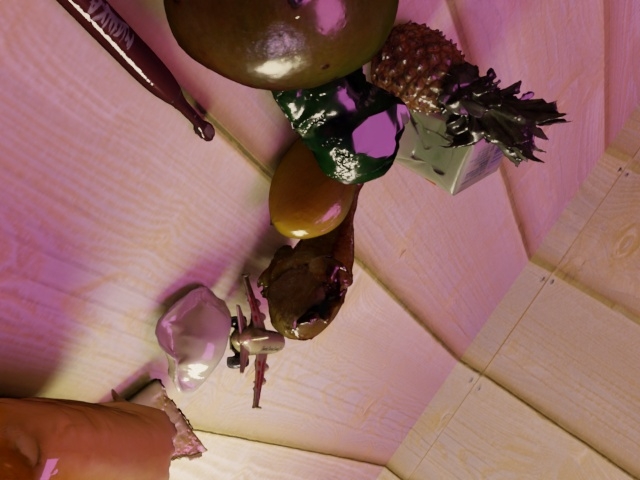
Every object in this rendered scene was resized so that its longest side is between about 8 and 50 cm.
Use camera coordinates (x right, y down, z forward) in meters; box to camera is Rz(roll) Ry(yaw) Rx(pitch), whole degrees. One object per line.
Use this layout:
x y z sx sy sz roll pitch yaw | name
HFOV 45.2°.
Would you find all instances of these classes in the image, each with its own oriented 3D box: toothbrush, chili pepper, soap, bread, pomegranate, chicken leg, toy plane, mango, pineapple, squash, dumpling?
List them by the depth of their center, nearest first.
-0.027 -0.327 0.847 0.291 0.291 0.323 -6 116 -57 | pomegranate
-0.209 -0.208 0.926 0.040 0.041 0.364 -54 154 -5 | toothbrush
-0.414 0.331 0.974 0.361 0.250 0.394 -57 150 -3 | bread
0.036 -0.189 1.157 0.148 0.116 0.264 -41 118 -19 | chili pepper
-0.217 0.160 1.266 0.169 0.100 0.134 -56 141 -5 | dumpling
-0.004 -0.110 1.277 0.091 0.137 0.237 100 9 -71 | mango
-0.337 0.370 1.287 0.252 0.093 0.169 -40 105 -31 | squash
0.245 -0.233 1.298 0.166 0.364 0.165 -35 149 -25 | pineapple
-0.003 0.011 1.388 0.140 0.212 0.360 30 64 -32 | chicken leg
-0.119 0.184 1.405 0.256 0.104 0.241 91 -7 -80 | toy plane
0.265 -0.210 1.557 0.199 0.182 0.138 -28 144 -44 | soap
